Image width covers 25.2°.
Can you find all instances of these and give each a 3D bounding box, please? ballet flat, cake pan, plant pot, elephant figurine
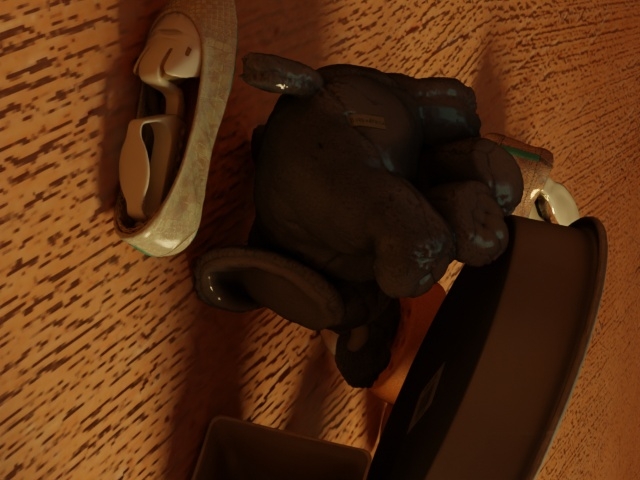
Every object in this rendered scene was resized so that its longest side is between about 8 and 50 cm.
[{"bbox_3d":[-0.082,-0.075,0.800,0.052,0.057,0.168,13,82,-55],"label":"ballet flat"},{"bbox_3d":[0.229,0.002,1.526,0.316,0.106,0.108,60,41,-56],"label":"ballet flat"},{"bbox_3d":[0.092,0.108,0.913,0.293,0.054,0.293,-156,-90,-87],"label":"cake pan"},{"bbox_3d":[-0.030,0.193,0.937,0.096,0.109,0.109,83,21,-58],"label":"plant pot"},{"bbox_3d":[0.000,0.000,0.918,0.169,0.239,0.186,-20,79,-41],"label":"elephant figurine"}]

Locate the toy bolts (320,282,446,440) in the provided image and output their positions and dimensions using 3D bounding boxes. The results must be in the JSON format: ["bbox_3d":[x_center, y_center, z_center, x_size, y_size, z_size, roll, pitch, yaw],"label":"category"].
[{"bbox_3d":[0.044,0.159,1.133,0.218,0.158,0.228,135,-33,-55],"label":"toy bolts"}]
